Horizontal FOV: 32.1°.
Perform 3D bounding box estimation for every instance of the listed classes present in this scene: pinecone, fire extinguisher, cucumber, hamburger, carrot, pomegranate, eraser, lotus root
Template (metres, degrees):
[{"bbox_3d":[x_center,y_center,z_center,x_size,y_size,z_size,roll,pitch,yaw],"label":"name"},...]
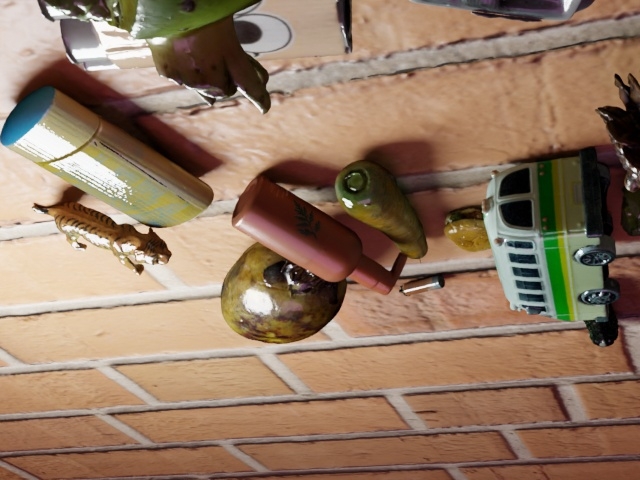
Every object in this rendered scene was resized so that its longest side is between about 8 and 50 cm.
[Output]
[{"bbox_3d":[0.403,-0.120,1.191,0.208,0.207,0.207,3,153,1],"label":"pinecone"},{"bbox_3d":[0.158,0.073,1.766,0.083,0.022,0.028,-16,177,34],"label":"fire extinguisher"},{"bbox_3d":[0.440,0.117,1.780,0.058,0.058,0.187,-9,151,23],"label":"cucumber"},{"bbox_3d":[0.214,-0.014,1.563,0.076,0.044,0.083,-15,145,31],"label":"hamburger"},{"bbox_3d":[0.101,-0.028,1.532,0.078,0.078,0.298,-8,156,21],"label":"carrot"},{"bbox_3d":[-0.117,-0.253,0.875,0.261,0.260,0.340,-6,125,19],"label":"pomegranate"},{"bbox_3d":[-0.120,-0.243,1.103,0.291,0.087,0.171,-2,151,9],"label":"eraser"},{"bbox_3d":[-0.061,0.082,1.676,0.169,0.141,0.314,17,151,-19],"label":"lotus root"}]

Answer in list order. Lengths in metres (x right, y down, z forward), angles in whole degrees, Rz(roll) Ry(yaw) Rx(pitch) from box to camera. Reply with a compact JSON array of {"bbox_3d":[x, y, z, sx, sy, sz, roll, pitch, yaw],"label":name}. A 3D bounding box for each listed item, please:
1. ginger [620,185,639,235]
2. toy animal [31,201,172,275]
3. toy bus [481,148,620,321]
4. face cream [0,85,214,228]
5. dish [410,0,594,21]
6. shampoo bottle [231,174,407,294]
[{"bbox_3d":[0.517,-0.059,1.399,0.290,0.089,0.137,-18,128,28],"label":"ginger"},{"bbox_3d":[-0.309,-0.013,1.569,0.241,0.056,0.099,22,160,13],"label":"toy animal"},{"bbox_3d":[0.312,0.005,1.491,0.165,0.133,0.276,-4,151,14],"label":"toy bus"},{"bbox_3d":[-0.279,-0.101,1.424,0.139,0.067,0.285,-13,149,35],"label":"face cream"},{"bbox_3d":[0.167,-0.266,1.034,0.243,0.080,0.182,7,153,-4],"label":"dish"},{"bbox_3d":[-0.001,0.002,1.515,0.244,0.085,0.085,28,146,-16],"label":"shampoo bottle"}]
